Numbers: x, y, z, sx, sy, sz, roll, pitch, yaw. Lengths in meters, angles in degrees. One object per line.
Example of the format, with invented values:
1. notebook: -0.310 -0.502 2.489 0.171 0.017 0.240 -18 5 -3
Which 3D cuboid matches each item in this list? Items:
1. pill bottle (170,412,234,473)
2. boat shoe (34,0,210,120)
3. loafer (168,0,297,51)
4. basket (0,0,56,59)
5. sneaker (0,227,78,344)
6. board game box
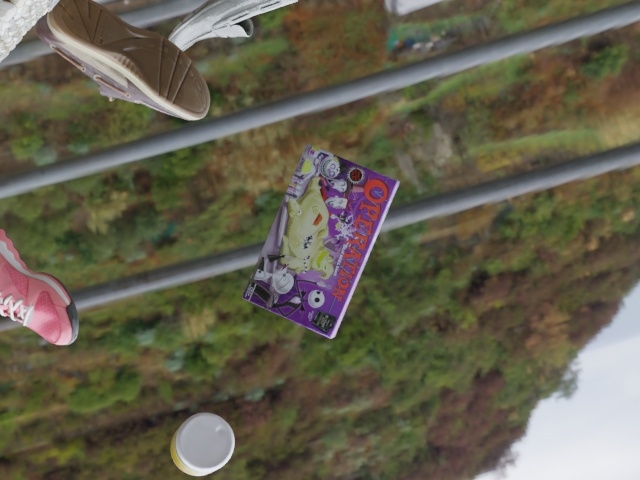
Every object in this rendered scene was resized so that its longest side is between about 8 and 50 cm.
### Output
1. pill bottle: -0.247 0.422 2.132 0.117 0.118 0.208 -14 168 -16
2. boat shoe: -0.358 -0.316 1.882 0.342 0.123 0.123 28 148 -33
3. loafer: -0.192 -0.480 2.230 0.319 0.111 0.112 -26 -164 29
4. basket: -0.529 -0.358 1.335 0.266 0.328 0.331 -51 -165 -5
5. sneaker: -0.580 0.096 1.892 0.136 0.314 0.116 -35 161 -50
6. board game box: 0.000 0.000 2.110 0.208 0.347 0.056 23 -177 7
